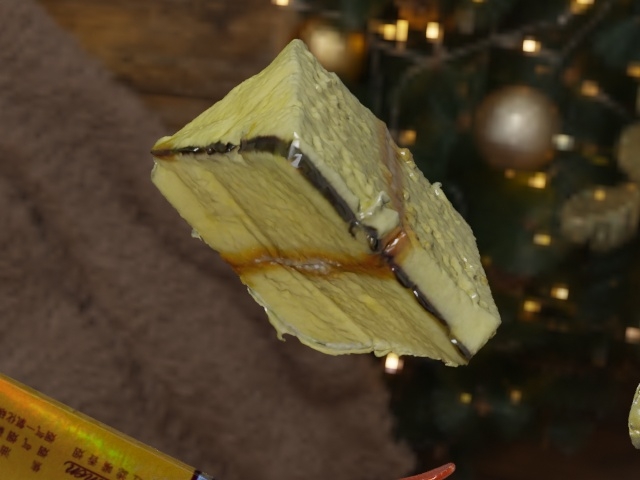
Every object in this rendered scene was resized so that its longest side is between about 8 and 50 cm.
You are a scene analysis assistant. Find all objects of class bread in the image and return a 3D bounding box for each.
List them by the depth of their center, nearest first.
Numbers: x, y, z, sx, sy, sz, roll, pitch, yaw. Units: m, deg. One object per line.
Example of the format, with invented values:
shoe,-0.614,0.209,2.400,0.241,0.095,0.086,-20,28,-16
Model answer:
bread,0.000,0.000,1.627,0.263,0.198,0.236,46,7,-22

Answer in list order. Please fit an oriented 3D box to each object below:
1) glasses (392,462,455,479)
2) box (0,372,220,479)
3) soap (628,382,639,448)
glasses,0.004,0.279,1.294,0.234,0.268,0.118,61,26,-1
box,-0.249,0.279,2.131,0.116,0.415,0.264,-65,-172,-21
soap,0.247,0.025,1.073,0.135,0.076,0.233,41,62,-49
